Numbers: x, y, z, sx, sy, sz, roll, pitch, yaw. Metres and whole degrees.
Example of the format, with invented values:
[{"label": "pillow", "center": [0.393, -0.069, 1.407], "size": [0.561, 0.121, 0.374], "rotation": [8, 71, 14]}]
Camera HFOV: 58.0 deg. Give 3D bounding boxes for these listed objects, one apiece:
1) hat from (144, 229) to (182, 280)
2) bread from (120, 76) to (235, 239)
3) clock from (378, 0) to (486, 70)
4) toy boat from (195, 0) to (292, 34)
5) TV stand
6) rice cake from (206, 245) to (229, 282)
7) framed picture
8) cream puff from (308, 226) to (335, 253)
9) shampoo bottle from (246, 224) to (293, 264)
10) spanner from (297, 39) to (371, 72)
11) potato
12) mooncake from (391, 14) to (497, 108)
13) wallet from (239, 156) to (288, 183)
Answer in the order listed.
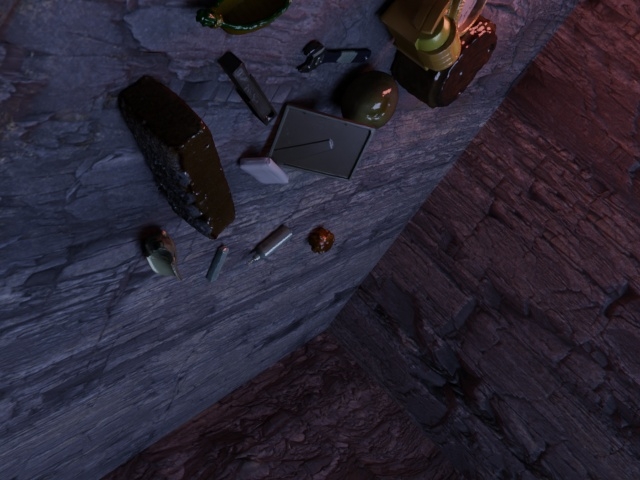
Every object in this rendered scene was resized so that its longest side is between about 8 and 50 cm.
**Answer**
[{"label": "hat", "center": [-0.392, 0.040, 1.476], "size": [0.081, 0.122, 0.166], "rotation": [-53, 142, -33]}, {"label": "bread", "center": [-0.284, -0.151, 1.207], "size": [0.113, 0.165, 0.416], "rotation": [-46, 164, -17]}, {"label": "clock", "center": [0.329, -0.630, 1.519], "size": [0.317, 0.200, 0.244], "rotation": [-57, 166, 9]}, {"label": "toy boat", "center": [-0.124, -0.431, 1.044], "size": [0.229, 0.089, 0.088], "rotation": [-37, 176, -17]}, {"label": "TV stand", "center": [-0.157, -0.331, 1.281], "size": [0.040, 0.049, 0.256], "rotation": [-46, 163, 0]}, {"label": "rice cake", "center": [-0.335, 0.078, 1.881], "size": [0.033, 0.029, 0.171], "rotation": [-33, 160, -45]}, {"label": "framed picture", "center": [0.000, -0.259, 1.568], "size": [0.260, 0.023, 0.189], "rotation": [11, 130, -18]}, {"label": "cream puff", "center": [0.000, 0.000, 2.421], "size": [0.116, 0.094, 0.122], "rotation": [-45, 141, -14]}, {"label": "shampoo bottle", "center": [-0.187, 0.024, 2.069], "size": [0.195, 0.056, 0.056], "rotation": [-40, 163, -16]}, {"label": "spanner", "center": [0.044, -0.471, 1.491], "size": [0.316, 0.024, 0.087], "rotation": [-25, 156, -53]}, {"label": "potato", "center": [0.145, -0.402, 1.679], "size": [0.177, 0.160, 0.235], "rotation": [-22, 179, 10]}, {"label": "mooncake", "center": [0.393, -0.575, 1.803], "size": [0.324, 0.187, 0.324], "rotation": [-42, 162, -17]}, {"label": "wallet", "center": [-0.152, -0.190, 1.586], "size": [0.190, 0.095, 0.033], "rotation": [35, 58, -75]}]
